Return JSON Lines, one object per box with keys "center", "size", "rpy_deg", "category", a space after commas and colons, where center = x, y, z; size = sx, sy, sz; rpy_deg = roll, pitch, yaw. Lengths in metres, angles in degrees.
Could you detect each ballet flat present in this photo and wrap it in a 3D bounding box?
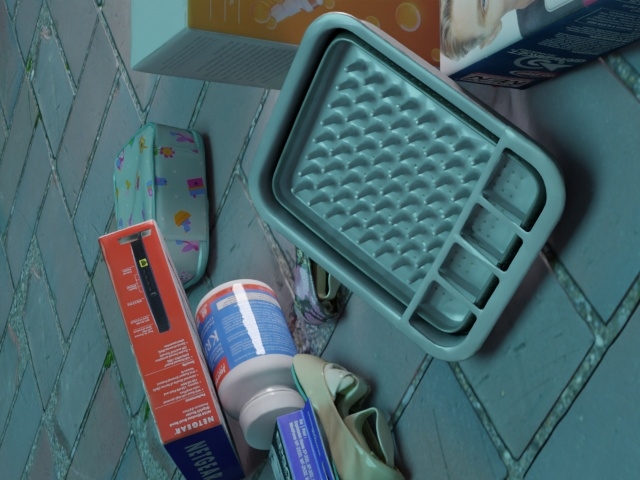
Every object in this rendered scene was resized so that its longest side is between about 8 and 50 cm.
{"center": [0.000, 0.000, 1.653], "size": [0.079, 0.076, 0.222], "rpy_deg": [-9, 83, 42], "category": "ballet flat"}
{"center": [0.038, 0.216, 1.549], "size": [0.086, 0.086, 0.248], "rpy_deg": [-63, 37, 35], "category": "ballet flat"}

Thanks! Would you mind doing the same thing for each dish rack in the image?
{"center": [0.093, -0.062, 1.344], "size": [0.333, 0.072, 0.286], "rpy_deg": [38, 129, 17], "category": "dish rack"}

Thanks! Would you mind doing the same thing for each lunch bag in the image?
{"center": [-0.269, -0.048, 2.106], "size": [0.224, 0.107, 0.279], "rpy_deg": [144, 125, -58], "category": "lunch bag"}

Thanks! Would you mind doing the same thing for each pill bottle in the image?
{"center": [-0.089, 0.170, 1.724], "size": [0.124, 0.124, 0.222], "rpy_deg": [-63, 35, 35], "category": "pill bottle"}

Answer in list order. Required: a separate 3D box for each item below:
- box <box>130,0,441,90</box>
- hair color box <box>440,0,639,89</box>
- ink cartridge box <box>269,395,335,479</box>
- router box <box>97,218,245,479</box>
{"center": [-0.029, -0.295, 1.445], "size": [0.168, 0.345, 0.215], "rpy_deg": [-17, 72, 59], "category": "box"}
{"center": [0.229, -0.263, 1.171], "size": [0.347, 0.105, 0.174], "rpy_deg": [162, 110, -69], "category": "hair color box"}
{"center": [-0.012, 0.322, 1.549], "size": [0.208, 0.045, 0.206], "rpy_deg": [103, 152, -62], "category": "ink cartridge box"}
{"center": [-0.202, 0.173, 1.766], "size": [0.335, 0.082, 0.301], "rpy_deg": [84, 166, -67], "category": "router box"}
